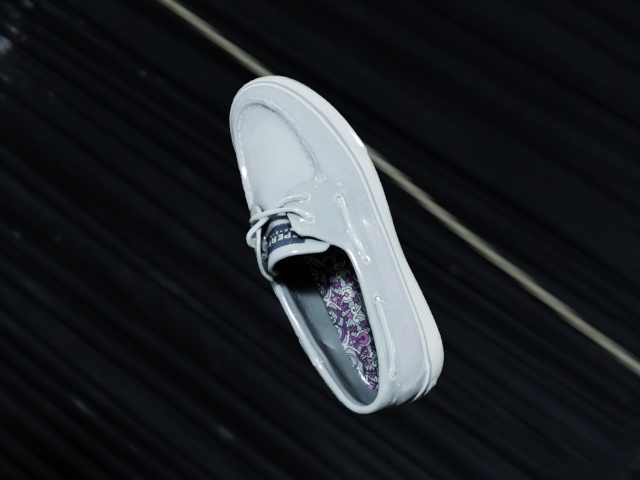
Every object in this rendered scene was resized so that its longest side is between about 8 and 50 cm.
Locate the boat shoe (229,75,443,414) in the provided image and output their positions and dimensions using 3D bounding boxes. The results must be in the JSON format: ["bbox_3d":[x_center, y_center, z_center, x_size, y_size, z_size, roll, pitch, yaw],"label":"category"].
[{"bbox_3d":[-0.001,0.001,0.805,0.079,0.228,0.081,-31,173,30],"label":"boat shoe"}]
